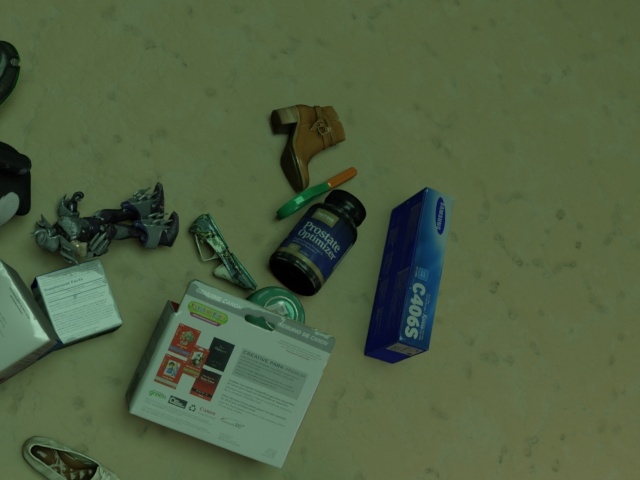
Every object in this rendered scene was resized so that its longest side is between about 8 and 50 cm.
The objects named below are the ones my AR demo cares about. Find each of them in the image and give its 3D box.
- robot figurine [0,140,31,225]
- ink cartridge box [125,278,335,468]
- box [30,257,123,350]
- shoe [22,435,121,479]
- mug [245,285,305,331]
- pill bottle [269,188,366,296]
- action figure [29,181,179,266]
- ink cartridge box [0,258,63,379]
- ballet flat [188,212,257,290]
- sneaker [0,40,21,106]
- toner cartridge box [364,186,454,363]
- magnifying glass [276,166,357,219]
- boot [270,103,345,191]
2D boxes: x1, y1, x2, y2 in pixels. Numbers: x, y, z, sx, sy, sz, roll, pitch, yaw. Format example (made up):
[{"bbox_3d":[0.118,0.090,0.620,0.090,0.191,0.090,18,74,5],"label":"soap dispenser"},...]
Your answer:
[{"bbox_3d":[-0.636,-0.117,1.765,0.209,0.278,0.173,-49,63,8],"label":"robot figurine"},{"bbox_3d":[-0.166,0.238,1.871,0.309,0.130,0.272,25,91,-16],"label":"ink cartridge box"},{"bbox_3d":[-0.457,0.120,1.866,0.126,0.072,0.137,-17,82,-27],"label":"box"},{"bbox_3d":[-0.437,0.422,1.787,0.219,0.058,0.076,33,64,-11],"label":"shoe"},{"bbox_3d":[-0.101,0.169,1.993,0.129,0.097,0.157,26,65,-15],"label":"mug"},{"bbox_3d":[0.000,0.000,2.077,0.123,0.123,0.219,41,62,-7],"label":"pill bottle"},{"bbox_3d":[-0.418,-0.030,1.899,0.285,0.099,0.185,-12,45,-37],"label":"action figure"},{"bbox_3d":[-0.593,0.170,1.702,0.233,0.171,0.168,-33,87,-10],"label":"ink cartridge box"},{"bbox_3d":[-0.202,0.036,2.019,0.070,0.070,0.188,-32,87,-28],"label":"ballet flat"},{"bbox_3d":[-0.773,-0.289,1.780,0.483,0.202,0.185,-12,80,-26],"label":"sneaker"},{"bbox_3d":[0.188,0.076,2.113,0.075,0.165,0.348,20,67,-18],"label":"toner cartridge box"},{"bbox_3d":[-0.004,-0.104,2.137,0.231,0.092,0.026,-33,86,-39],"label":"magnifying glass"},{"bbox_3d":[-0.012,-0.207,2.168,0.152,0.073,0.197,-9,80,-30],"label":"boot"}]
